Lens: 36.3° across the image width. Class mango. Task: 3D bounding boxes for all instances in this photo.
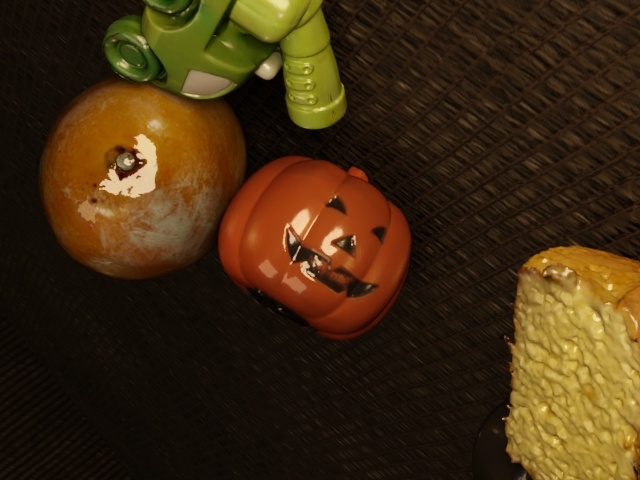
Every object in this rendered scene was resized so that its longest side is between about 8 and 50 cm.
[{"bbox_3d":[-0.181,-0.072,1.024,0.199,0.221,0.384,19,-178,-9],"label":"mango"}]

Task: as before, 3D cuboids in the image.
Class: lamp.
[{"bbox_3d":[0.000,0.000,0.943,0.188,0.163,0.187,28,167,7],"label":"lamp"}]

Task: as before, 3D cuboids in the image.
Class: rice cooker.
[{"bbox_3d":[0.217,0.224,0.902,0.118,0.142,0.203,37,151,51],"label":"rice cooker"}]

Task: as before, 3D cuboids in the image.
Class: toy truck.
[{"bbox_3d":[-0.066,-0.198,0.833,0.211,0.148,0.187,23,143,8],"label":"toy truck"}]

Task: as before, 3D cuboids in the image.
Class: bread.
[{"bbox_3d":[0.221,0.095,0.737,0.143,0.139,0.229,29,138,35],"label":"bread"}]
